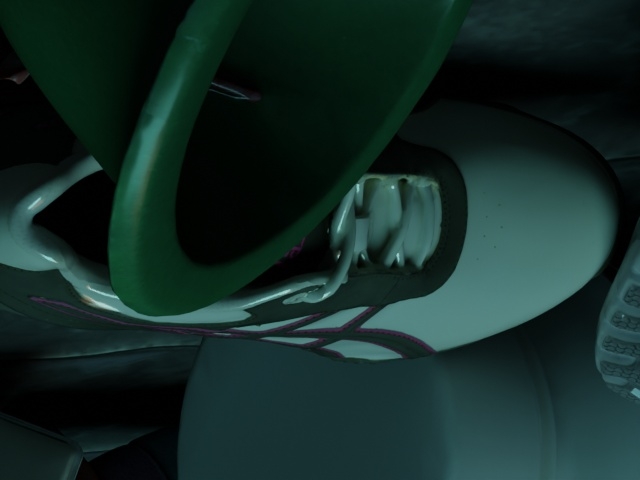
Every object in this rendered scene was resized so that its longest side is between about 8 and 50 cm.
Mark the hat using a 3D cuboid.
[{"bbox_3d":[-0.072,-0.094,0.442,0.208,0.183,0.173,-32,150,-57],"label":"hat"}]

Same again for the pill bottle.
[{"bbox_3d":[0.137,0.115,0.836,0.392,0.224,0.224,9,155,-40],"label":"pill bottle"}]

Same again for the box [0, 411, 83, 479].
[{"bbox_3d":[-0.254,0.203,0.965,0.148,0.121,0.311,22,146,-8],"label":"box"}]

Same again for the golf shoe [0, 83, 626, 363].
[{"bbox_3d":[0.000,0.000,0.577,0.272,0.105,0.120,-1,-174,-22],"label":"golf shoe"}]

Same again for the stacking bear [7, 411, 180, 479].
[{"bbox_3d":[-0.041,0.181,1.063,0.289,0.175,0.164,-11,-156,-28],"label":"stacking bear"}]

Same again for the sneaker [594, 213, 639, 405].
[{"bbox_3d":[0.170,-0.050,0.592,0.105,0.115,0.281,23,142,2],"label":"sneaker"}]
